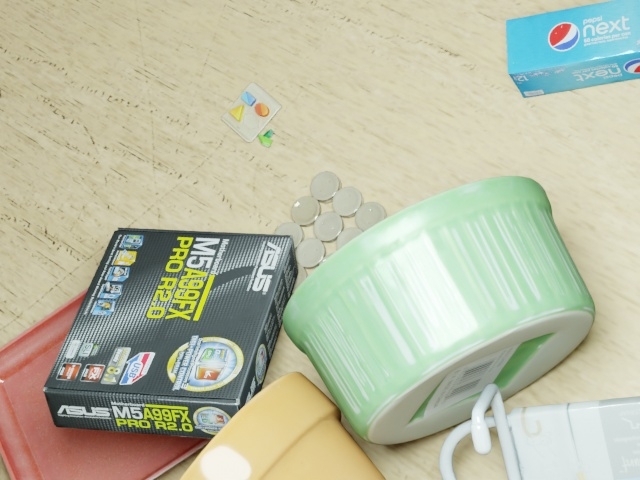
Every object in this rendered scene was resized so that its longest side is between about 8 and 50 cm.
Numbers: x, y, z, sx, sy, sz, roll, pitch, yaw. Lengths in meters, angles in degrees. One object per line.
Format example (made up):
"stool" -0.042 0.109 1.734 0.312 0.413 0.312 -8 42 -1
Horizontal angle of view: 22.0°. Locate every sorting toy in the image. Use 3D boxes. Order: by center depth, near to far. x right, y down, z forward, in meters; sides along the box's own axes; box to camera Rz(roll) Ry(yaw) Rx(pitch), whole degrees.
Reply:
"sorting toy" -0.077 -0.149 1.993 0.062 0.012 0.083 -48 60 0

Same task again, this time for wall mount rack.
"wall mount rack" 0.285 0.279 1.617 0.350 0.130 0.304 -9 106 20

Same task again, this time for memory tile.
"memory tile" 0.000 0.000 1.904 0.113 0.012 0.148 34 87 30

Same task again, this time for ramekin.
"ramekin" 0.128 0.080 1.661 0.303 0.303 0.148 -31 69 9

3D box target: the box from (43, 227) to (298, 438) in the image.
"box" -0.157 0.096 1.802 0.216 0.060 0.270 2 41 14

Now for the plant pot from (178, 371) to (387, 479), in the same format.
"plant pot" -0.032 0.306 1.665 0.203 0.291 0.291 36 87 14

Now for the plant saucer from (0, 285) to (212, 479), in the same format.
"plant saucer" -0.257 0.191 1.921 0.259 0.048 0.258 -34 61 9

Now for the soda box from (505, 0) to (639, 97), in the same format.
"soda box" 0.315 -0.218 1.820 0.210 0.067 0.071 -8 67 20
